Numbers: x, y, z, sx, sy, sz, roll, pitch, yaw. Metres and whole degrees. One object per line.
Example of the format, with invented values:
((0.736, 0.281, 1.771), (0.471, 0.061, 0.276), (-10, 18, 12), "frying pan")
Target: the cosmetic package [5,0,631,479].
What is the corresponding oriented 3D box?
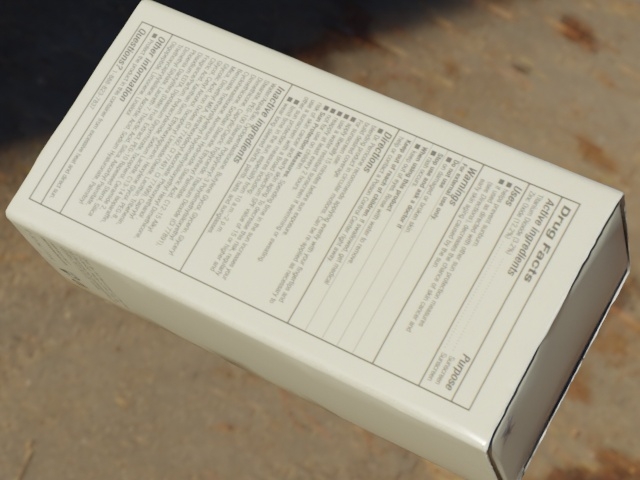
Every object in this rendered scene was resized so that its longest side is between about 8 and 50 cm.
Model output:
((0.000, 0.000, 0.926), (0.309, 0.160, 0.113), (26, -15, 21), "cosmetic package")
